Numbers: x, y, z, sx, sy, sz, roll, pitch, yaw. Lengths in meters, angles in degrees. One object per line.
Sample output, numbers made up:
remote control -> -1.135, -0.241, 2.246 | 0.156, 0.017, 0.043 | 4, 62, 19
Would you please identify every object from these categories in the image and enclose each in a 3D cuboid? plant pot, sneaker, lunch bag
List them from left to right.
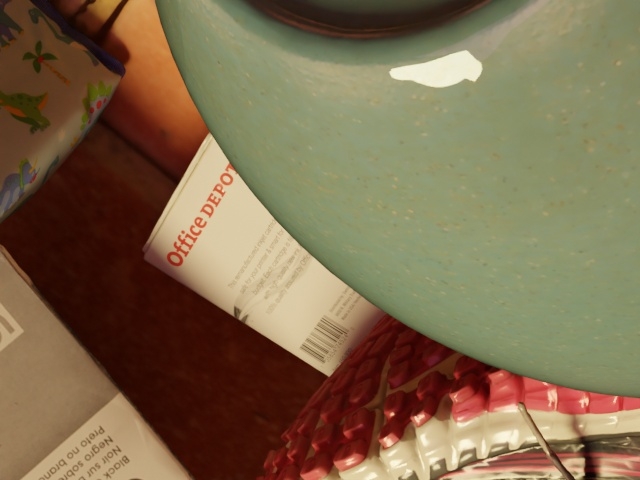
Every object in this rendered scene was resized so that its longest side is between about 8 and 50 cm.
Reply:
lunch bag -> -0.182, -0.038, 0.759 | 0.096, 0.129, 0.151 | 43, 135, -5
sneaker -> 0.088, 0.077, 0.630 | 0.299, 0.121, 0.112 | -20, 114, 46
plant pot -> 0.062, -0.099, 0.440 | 0.290, 0.195, 0.290 | -2, 86, 31

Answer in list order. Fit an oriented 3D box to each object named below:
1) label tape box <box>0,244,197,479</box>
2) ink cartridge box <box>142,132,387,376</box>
label tape box -> -0.114, 0.162, 0.819 | 0.333, 0.106, 0.241 | 52, 163, -11
ink cartridge box -> 0.000, 0.000, 0.749 | 0.135, 0.056, 0.099 | 33, 134, -3
